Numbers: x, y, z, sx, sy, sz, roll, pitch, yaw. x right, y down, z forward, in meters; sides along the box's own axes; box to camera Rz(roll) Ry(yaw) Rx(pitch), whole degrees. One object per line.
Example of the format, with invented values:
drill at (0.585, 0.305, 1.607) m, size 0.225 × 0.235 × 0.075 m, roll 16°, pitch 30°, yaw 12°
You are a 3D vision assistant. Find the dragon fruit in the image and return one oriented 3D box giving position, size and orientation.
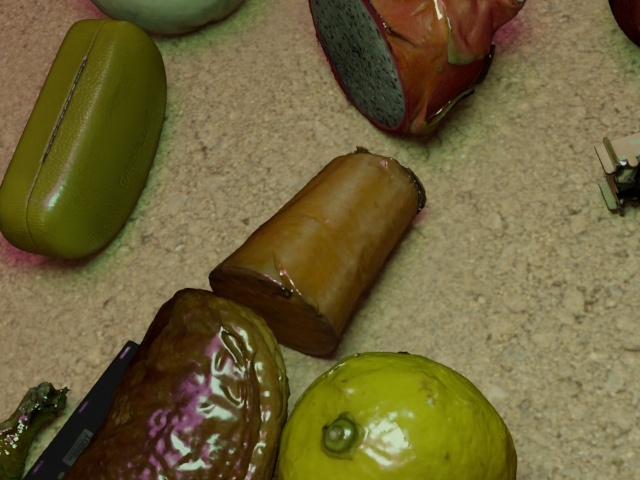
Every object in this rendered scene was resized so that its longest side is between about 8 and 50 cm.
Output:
dragon fruit at (0.138, -0.312, 1.616) m, size 0.226 × 0.305 × 0.305 m, roll -30°, pitch 57°, yaw -13°

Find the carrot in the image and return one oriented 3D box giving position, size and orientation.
carrot at (0.000, 0.000, 1.513) m, size 0.196 × 0.196 × 0.254 m, roll 22°, pitch 62°, yaw 25°

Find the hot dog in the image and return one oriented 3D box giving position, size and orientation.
hot dog at (-0.178, 0.248, 1.358) m, size 0.387 × 0.174 × 0.267 m, roll -61°, pitch 25°, yaw -10°

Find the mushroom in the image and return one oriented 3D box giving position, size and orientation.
mushroom at (-0.250, -0.506, 1.814) m, size 0.315 × 0.315 × 0.356 m, roll -19°, pitch 69°, yaw 2°

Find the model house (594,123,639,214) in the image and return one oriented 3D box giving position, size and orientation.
model house at (0.529, -0.057, 1.426) m, size 0.326 × 0.169 × 0.244 m, roll -15°, pitch 59°, yaw 3°

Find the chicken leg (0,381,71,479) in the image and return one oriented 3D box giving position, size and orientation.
chicken leg at (-0.422, 0.267, 1.510) m, size 0.103 × 0.088 × 0.227 m, roll 21°, pitch 69°, yaw 39°

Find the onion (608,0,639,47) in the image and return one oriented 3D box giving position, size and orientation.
onion at (0.515, -0.374, 1.575) m, size 0.276 × 0.276 × 0.276 m, roll -6°, pitch 58°, yaw 10°

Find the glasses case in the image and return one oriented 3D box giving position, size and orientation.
glasses case at (-0.325, -0.140, 1.681) m, size 0.141 × 0.173 × 0.371 m, roll 7°, pitch 64°, yaw 19°

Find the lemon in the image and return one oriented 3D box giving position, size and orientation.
lemon at (0.085, 0.248, 1.281) m, size 0.261 × 0.284 × 0.260 m, roll 2°, pitch 92°, yaw 39°

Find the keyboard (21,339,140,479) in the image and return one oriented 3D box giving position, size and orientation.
keyboard at (-0.302, 0.275, 1.510) m, size 0.106 × 0.027 × 0.317 m, roll 25°, pitch 68°, yaw 30°
